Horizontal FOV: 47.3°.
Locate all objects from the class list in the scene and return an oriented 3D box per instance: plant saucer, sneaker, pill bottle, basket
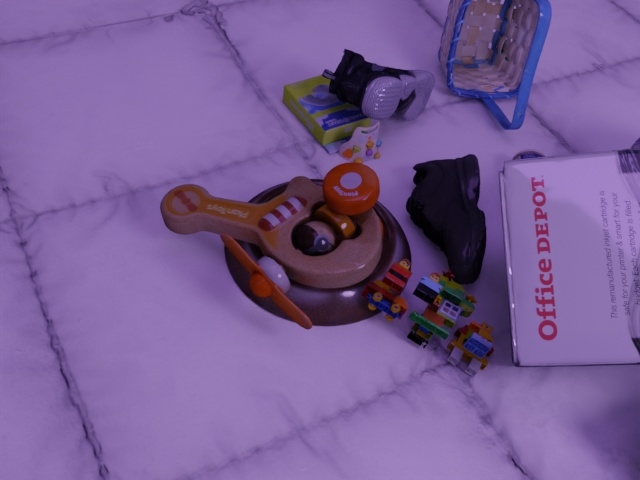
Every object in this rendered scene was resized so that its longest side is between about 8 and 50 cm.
[{"bbox_3d":[0.000,0.000,1.191,0.310,0.050,0.311,5,49,-5],"label":"plant saucer"},{"bbox_3d":[0.112,-0.303,1.398,0.153,0.101,0.268,33,26,21],"label":"sneaker"},{"bbox_3d":[0.210,-0.035,1.230,0.130,0.109,0.286,0,41,5],"label":"sneaker"},{"bbox_3d":[0.381,-0.104,1.325,0.067,0.067,0.120,11,48,1],"label":"pill bottle"},{"bbox_3d":[0.357,-0.393,1.453,0.201,0.255,0.289,0,37,-11],"label":"basket"}]

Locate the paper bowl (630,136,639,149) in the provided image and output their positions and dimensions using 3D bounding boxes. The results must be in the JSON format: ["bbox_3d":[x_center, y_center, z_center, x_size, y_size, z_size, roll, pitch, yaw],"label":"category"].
[{"bbox_3d":[0.654,-0.079,1.254,0.284,0.148,0.284,22,38,-18],"label":"paper bowl"}]

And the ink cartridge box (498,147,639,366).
[{"bbox_3d":[0.456,0.027,1.013,0.394,0.166,0.286,-4,78,12],"label":"ink cartridge box"}]

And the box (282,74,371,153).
[{"bbox_3d":[0.016,-0.250,1.418,0.109,0.042,0.178,-22,54,-24],"label":"box"}]

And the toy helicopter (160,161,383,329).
[{"bbox_3d":[-0.084,-0.007,1.093,0.355,0.140,0.235,12,56,16],"label":"toy helicopter"}]

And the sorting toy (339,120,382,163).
[{"bbox_3d":[0.083,-0.186,1.348,0.083,0.075,0.045,-21,55,-24],"label":"sorting toy"}]

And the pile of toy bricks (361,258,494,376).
[{"bbox_3d":[0.179,0.091,1.083,0.212,0.118,0.105,32,51,6],"label":"pile of toy bricks"}]
